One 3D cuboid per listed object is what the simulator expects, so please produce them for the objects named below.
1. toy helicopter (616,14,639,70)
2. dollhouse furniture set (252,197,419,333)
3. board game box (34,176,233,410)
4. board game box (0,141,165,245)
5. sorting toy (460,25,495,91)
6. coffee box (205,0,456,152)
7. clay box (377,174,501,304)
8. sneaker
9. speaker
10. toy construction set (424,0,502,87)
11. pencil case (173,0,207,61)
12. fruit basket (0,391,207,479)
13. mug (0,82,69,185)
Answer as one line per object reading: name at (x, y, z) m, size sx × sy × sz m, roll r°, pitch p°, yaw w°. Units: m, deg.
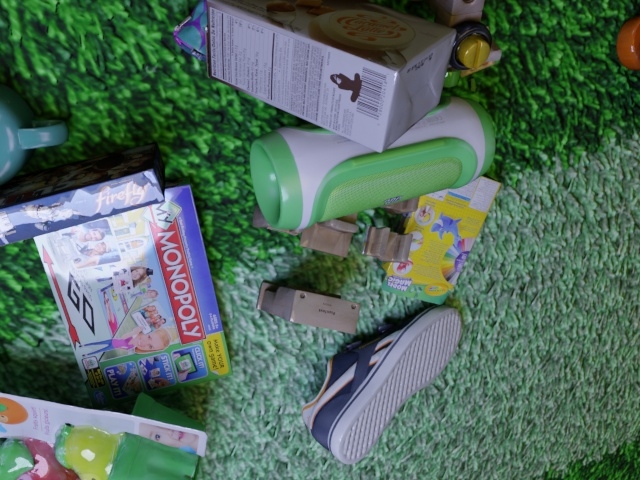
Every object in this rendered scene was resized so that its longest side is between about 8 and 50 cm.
toy helicopter at (0.647, -0.288, 0.886) m, size 0.355 × 0.140 × 0.235 m, roll -30°, pitch 110°, yaw -16°
dollhouse furniture set at (0.000, 0.000, 0.837) m, size 0.212 × 0.161 × 0.242 m, roll 14°, pitch 84°, yaw -20°
board game box at (-0.262, 0.082, 0.822) m, size 0.213 × 0.046 × 0.317 m, roll -12°, pitch 113°, yaw -10°
board game box at (-0.314, -0.056, 0.687) m, size 0.243 × 0.165 × 0.042 m, roll -16°, pitch 114°, yaw -9°
sorting toy at (0.232, -0.266, 0.839) m, size 0.062 × 0.012 × 0.083 m, roll -24°, pitch 115°, yaw -6°
coffee box at (0.007, -0.213, 0.649) m, size 0.141 × 0.246 × 0.098 m, roll -41°, pitch 150°, yaw -40°
clay box at (0.181, -0.014, 0.902) m, size 0.127 × 0.053 × 0.222 m, roll 16°, pitch 107°, yaw -21°
sneaker at (0.099, 0.208, 0.938) m, size 0.321 × 0.127 × 0.126 m, roll -39°, pitch 125°, yaw -26°
speaker at (0.068, -0.101, 0.709) m, size 0.296 × 0.131 × 0.131 m, roll -15°, pitch 114°, yaw -21°
toy construction set at (0.177, -0.344, 0.715) m, size 0.308 × 0.257 × 0.237 m, roll -33°, pitch 137°, yaw -26°
pencil case at (-0.123, -0.297, 0.701) m, size 0.070 × 0.064 × 0.152 m, roll 23°, pitch 103°, yaw -37°
fruit basket at (-0.353, 0.343, 0.811) m, size 0.353 × 0.165 × 0.327 m, roll 9°, pitch 128°, yaw -11°
mug at (-0.403, -0.131, 0.669) m, size 0.157 × 0.097 × 0.129 m, roll -34°, pitch 115°, yaw 0°
